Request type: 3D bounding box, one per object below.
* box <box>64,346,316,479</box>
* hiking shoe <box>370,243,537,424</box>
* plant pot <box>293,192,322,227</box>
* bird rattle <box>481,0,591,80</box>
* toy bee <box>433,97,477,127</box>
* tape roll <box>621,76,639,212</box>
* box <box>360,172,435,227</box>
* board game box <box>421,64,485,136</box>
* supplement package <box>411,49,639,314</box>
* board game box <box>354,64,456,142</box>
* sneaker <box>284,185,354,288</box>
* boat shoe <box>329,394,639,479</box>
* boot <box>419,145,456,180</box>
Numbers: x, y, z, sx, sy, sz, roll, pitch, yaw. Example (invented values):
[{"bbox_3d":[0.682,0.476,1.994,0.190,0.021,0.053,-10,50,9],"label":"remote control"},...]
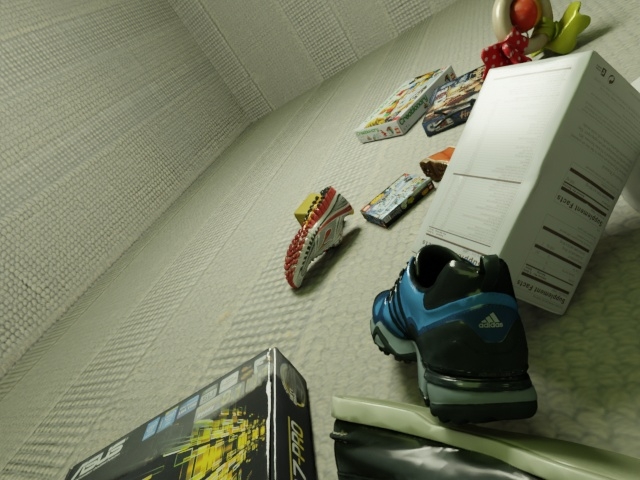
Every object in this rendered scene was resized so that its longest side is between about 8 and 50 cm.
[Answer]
[{"bbox_3d":[-0.186,0.343,0.476,0.394,0.097,0.318,-32,22,10],"label":"box"},{"bbox_3d":[0.125,0.069,0.434,0.113,0.132,0.304,0,2,-7],"label":"hiking shoe"},{"bbox_3d":[0.005,-0.057,0.955,0.083,0.082,0.081,3,44,41],"label":"plant pot"},{"bbox_3d":[0.482,-0.503,0.985,0.253,0.207,0.143,-23,7,-6],"label":"bird rattle"},{"bbox_3d":[0.331,-0.156,0.662,0.298,0.162,0.195,-13,8,4],"label":"toy bee"},{"bbox_3d":[0.486,-0.135,0.451,0.286,0.100,0.286,-28,26,15],"label":"tape roll"},{"bbox_3d":[0.160,-0.087,0.865,0.137,0.027,0.094,-40,26,-8],"label":"box"},{"bbox_3d":[0.370,-0.375,1.084,0.165,0.042,0.243,-17,31,36],"label":"board game box"},{"bbox_3d":[0.238,-0.061,0.478,0.244,0.133,0.139,-67,26,5],"label":"supplement package"},{"bbox_3d":[0.266,-0.426,1.291,0.305,0.053,0.193,-47,27,-23],"label":"board game box"},{"bbox_3d":[0.000,0.000,0.852,0.225,0.092,0.088,-61,17,-11],"label":"sneaker"},{"bbox_3d":[0.137,0.201,0.302,0.340,0.127,0.113,-3,71,40],"label":"boat shoe"},{"bbox_3d":[0.266,-0.154,0.816,0.084,0.059,0.158,-31,24,0],"label":"boot"}]
